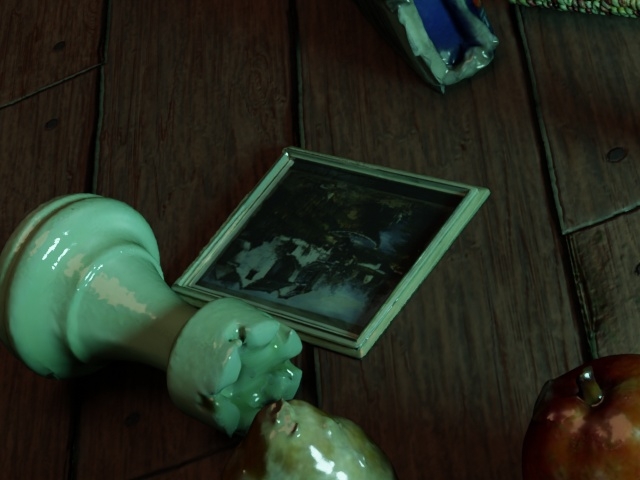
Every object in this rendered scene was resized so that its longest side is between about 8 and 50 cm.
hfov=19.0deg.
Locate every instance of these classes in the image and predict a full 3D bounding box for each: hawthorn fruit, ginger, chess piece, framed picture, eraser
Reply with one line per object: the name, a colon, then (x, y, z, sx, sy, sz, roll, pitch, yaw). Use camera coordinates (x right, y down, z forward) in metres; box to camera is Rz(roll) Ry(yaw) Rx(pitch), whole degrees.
hawthorn fruit: (0.240, 0.166, 1.463, 0.185, 0.202, 0.185, -26, 31, 17)
ginger: (0.017, 0.246, 1.528, 0.176, 0.256, 0.375, -26, 23, -7)
chess piece: (-0.163, 0.083, 1.870, 0.299, 0.194, 0.194, 24, 64, 37)
framed picture: (0.000, 0.000, 1.962, 0.296, 0.019, 0.232, 14, 57, 44)
eraser: (0.081, -0.299, 2.130, 0.102, 0.155, 0.332, -31, 36, -2)

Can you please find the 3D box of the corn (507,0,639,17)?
corn: (0.291, -0.279, 2.011, 0.253, 0.086, 0.086, 14, 57, 43)
